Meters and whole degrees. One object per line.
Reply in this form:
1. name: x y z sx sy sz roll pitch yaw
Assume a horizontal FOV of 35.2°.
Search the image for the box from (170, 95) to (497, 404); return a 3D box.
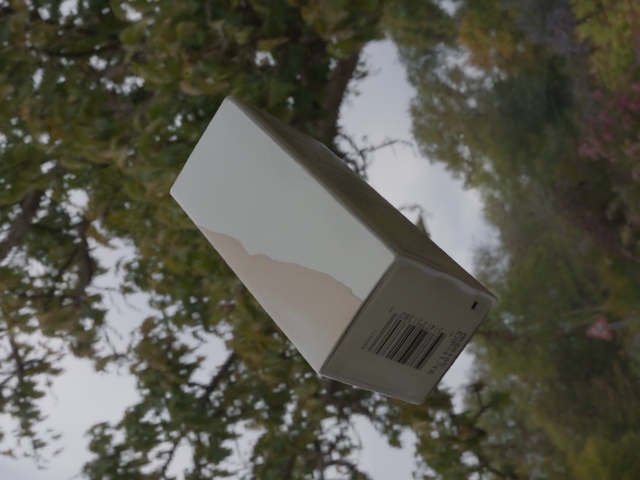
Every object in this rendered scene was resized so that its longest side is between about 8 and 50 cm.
1. box: 0.000 0.000 0.933 0.148 0.121 0.311 24 -165 -41
